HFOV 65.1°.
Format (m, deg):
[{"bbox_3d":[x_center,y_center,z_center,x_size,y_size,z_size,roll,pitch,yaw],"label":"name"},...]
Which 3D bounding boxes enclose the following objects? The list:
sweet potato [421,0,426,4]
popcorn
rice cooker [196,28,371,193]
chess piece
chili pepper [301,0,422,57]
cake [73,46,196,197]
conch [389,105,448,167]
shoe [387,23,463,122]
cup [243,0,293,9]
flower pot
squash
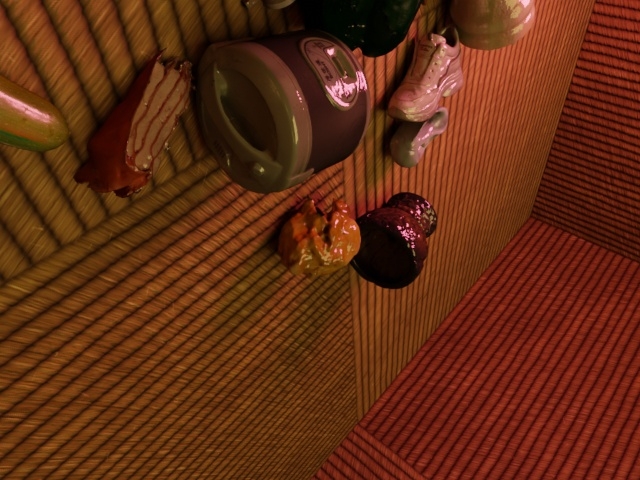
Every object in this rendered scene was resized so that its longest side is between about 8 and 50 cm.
[{"bbox_3d":[0.266,-0.708,1.266,0.069,0.059,0.249,-9,149,-7],"label":"sweet potato"},{"bbox_3d":[0.002,-0.001,1.356,0.253,0.190,0.191,-57,157,-13],"label":"popcorn"},{"bbox_3d":[-0.075,-0.248,0.948,0.277,0.288,0.288,-29,138,-39],"label":"rice cooker"},{"bbox_3d":[0.437,-0.746,1.323,0.234,0.234,0.442,-54,145,-11],"label":"chess piece"},{"bbox_3d":[0.073,-0.501,0.975,0.233,0.249,0.257,-1,144,-16],"label":"chili pepper"},{"bbox_3d":[-0.288,-0.196,0.842,0.098,0.135,0.287,40,72,-45],"label":"cake"},{"bbox_3d":[0.301,-0.331,1.554,0.221,0.121,0.185,-50,180,-4],"label":"conch"},{"bbox_3d":[0.301,-0.489,1.446,0.342,0.132,0.211,-43,140,-30],"label":"shoe"},{"bbox_3d":[-0.103,-0.484,0.914,0.099,0.102,0.074,63,24,-54],"label":"cup"},{"bbox_3d":[0.250,-0.016,1.658,0.267,0.266,0.267,-45,148,-42],"label":"flower pot"},{"bbox_3d":[-0.424,-0.170,0.673,0.095,0.095,0.188,-59,150,0],"label":"squash"}]
